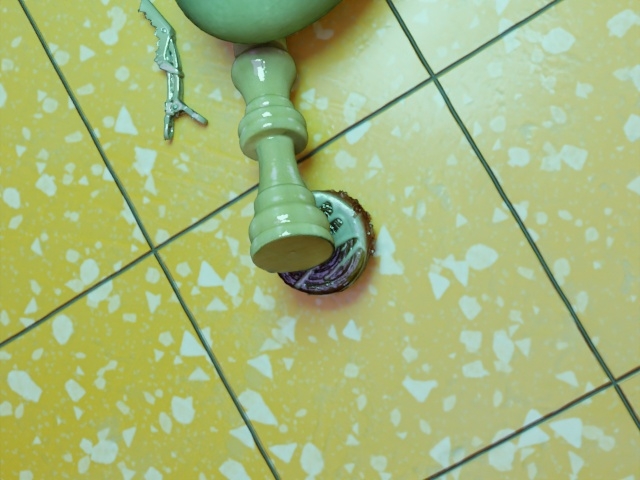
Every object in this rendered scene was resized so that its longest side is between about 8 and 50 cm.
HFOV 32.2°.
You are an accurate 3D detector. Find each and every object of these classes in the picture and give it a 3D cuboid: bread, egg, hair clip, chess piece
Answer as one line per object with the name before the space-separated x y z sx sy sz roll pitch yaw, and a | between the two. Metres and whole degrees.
bread | 0.000 0.000 1.603 0.161 0.073 0.160 0 88 16
egg | -0.057 -0.425 1.518 0.258 0.258 0.352 38 82 12
hair clip | -0.225 -0.269 1.684 0.072 0.034 0.226 -13 85 11
chess piece | -0.065 -0.153 1.566 0.117 0.117 0.397 -16 63 14
